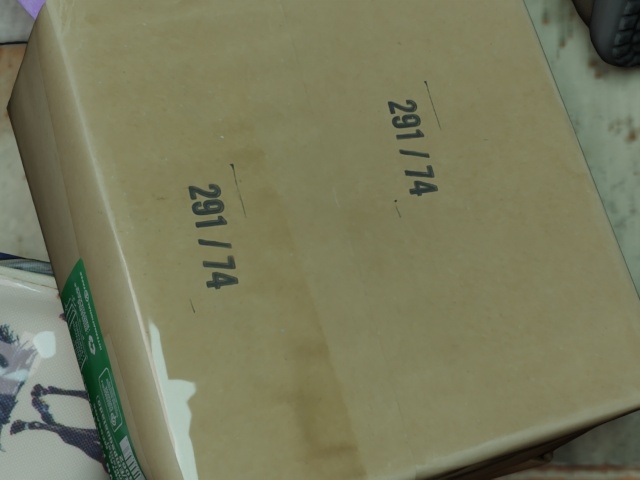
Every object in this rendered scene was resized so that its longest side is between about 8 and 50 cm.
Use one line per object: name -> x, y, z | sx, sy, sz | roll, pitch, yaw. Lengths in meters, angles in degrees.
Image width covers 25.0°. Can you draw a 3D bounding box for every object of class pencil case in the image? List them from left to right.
pencil case -> -0.246, 0.207, 0.953 | 0.183, 0.160, 0.410 | 19, 85, -3

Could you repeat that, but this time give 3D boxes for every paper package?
paper package -> 0.000, 0.000, 0.867 | 0.309, 0.168, 0.325 | -13, 74, -19

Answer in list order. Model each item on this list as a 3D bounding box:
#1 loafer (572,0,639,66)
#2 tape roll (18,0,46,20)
loafer -> 0.209, -0.273, 0.856 | 0.133, 0.366, 0.130 | -15, 52, -28
tape roll -> -0.096, -0.246, 1.043 | 0.274, 0.090, 0.275 | -3, 78, 15
